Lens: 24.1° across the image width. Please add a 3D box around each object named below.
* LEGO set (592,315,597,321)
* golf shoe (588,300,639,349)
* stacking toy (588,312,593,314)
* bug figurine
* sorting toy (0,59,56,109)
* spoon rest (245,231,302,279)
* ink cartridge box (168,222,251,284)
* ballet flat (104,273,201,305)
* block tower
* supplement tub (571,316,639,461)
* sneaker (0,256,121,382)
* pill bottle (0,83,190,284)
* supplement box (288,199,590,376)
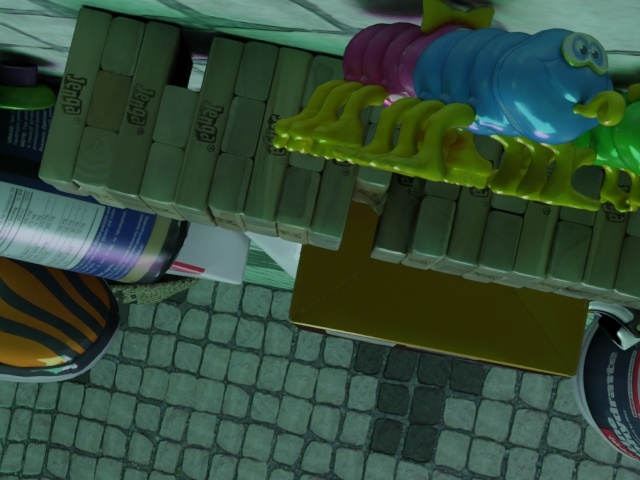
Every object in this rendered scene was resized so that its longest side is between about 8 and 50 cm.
[{"bbox_3d":[0.313,0.106,1.878,0.227,0.087,0.093,13,-170,-24],"label":"LEGO set"},{"bbox_3d":[0.276,0.048,1.232,0.198,0.094,0.077,10,174,1],"label":"golf shoe"},{"bbox_3d":[0.172,0.031,1.542,0.221,0.052,0.167,10,175,29],"label":"stacking toy"},{"bbox_3d":[0.113,-0.045,0.586,0.279,0.072,0.216,9,-176,-33],"label":"bug figurine"},{"bbox_3d":[-0.210,-0.104,0.919,0.102,0.042,0.061,0,-164,-24],"label":"sorting toy"},{"bbox_3d":[0.000,0.000,1.381,0.137,0.084,0.276,10,176,11],"label":"spoon rest"},{"bbox_3d":[-0.201,-0.032,1.358,0.237,0.100,0.172,8,175,25],"label":"ink cartridge box"},{"bbox_3d":[-0.272,-0.007,1.741,0.182,0.164,0.483,-16,169,27],"label":"ballet flat"},{"bbox_3d":[0.036,-0.037,0.774,0.335,0.097,0.091,13,176,1],"label":"block tower"},{"bbox_3d":[0.381,0.144,1.555,0.191,0.191,0.272,12,175,-8],"label":"supplement tub"},{"bbox_3d":[-0.297,-0.017,1.102,0.321,0.124,0.180,28,159,22],"label":"sneaker"},{"bbox_3d":[-0.203,-0.048,1.022,0.219,0.123,0.123,14,175,-26],"label":"pill bottle"},{"bbox_3d":[0.086,0.016,1.058,0.191,0.129,0.194,11,176,2],"label":"supplement box"}]
